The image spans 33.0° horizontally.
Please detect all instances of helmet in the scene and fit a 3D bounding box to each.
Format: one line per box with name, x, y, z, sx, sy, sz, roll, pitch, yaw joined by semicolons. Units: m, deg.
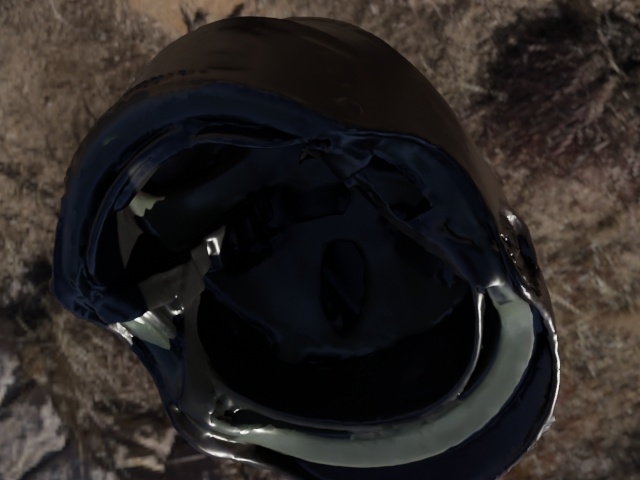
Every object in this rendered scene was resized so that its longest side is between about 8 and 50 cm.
helmet;0.000;0.000;0.618;0.225;0.177;0.305;-27;122;23
